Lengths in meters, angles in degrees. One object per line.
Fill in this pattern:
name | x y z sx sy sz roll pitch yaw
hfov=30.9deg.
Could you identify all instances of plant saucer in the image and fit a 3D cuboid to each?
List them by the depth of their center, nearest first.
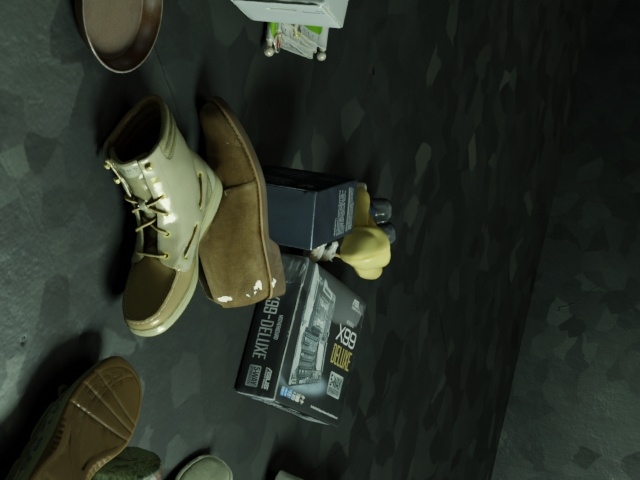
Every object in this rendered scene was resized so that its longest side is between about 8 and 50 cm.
plant saucer | -0.246 -0.288 1.395 0.168 0.029 0.169 10 90 -67

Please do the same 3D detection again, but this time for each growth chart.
growth chart | -0.031 -0.375 1.865 0.237 0.021 0.172 -10 107 -66

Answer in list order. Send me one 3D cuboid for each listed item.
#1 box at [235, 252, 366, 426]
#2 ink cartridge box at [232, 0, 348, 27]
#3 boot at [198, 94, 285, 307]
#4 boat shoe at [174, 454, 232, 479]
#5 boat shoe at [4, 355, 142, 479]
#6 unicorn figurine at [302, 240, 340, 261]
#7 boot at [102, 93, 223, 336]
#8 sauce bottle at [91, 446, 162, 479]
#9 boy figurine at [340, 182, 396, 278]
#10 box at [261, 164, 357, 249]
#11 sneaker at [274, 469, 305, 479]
box | -0.026 0.178 2.004 0.307 0.076 0.243 40 61 -63
ink cartridge box | -0.029 -0.427 1.681 0.093 0.154 0.213 34 66 -66
boot | -0.139 -0.050 1.641 0.115 0.112 0.305 -16 102 -17
boat shoe | -0.203 0.403 1.712 0.079 0.084 0.233 -50 -176 34
boat shoe | -0.312 0.251 1.391 0.105 0.089 0.285 56 39 -22
unicorn figurine | 0.000 0.000 2.028 0.162 0.060 0.111 -34 137 -59
boot | -0.217 -0.031 1.469 0.203 0.095 0.262 63 41 -55
sauce bottle | -0.261 0.450 1.522 0.111 0.111 0.345 -23 118 -63
boy figurine | 0.084 -0.015 2.070 0.285 0.092 0.177 -63 144 -80
box | -0.047 -0.053 1.775 0.158 0.155 0.093 -21 118 -63
sneaker | -0.015 0.529 2.116 0.350 0.131 0.148 43 66 -56
